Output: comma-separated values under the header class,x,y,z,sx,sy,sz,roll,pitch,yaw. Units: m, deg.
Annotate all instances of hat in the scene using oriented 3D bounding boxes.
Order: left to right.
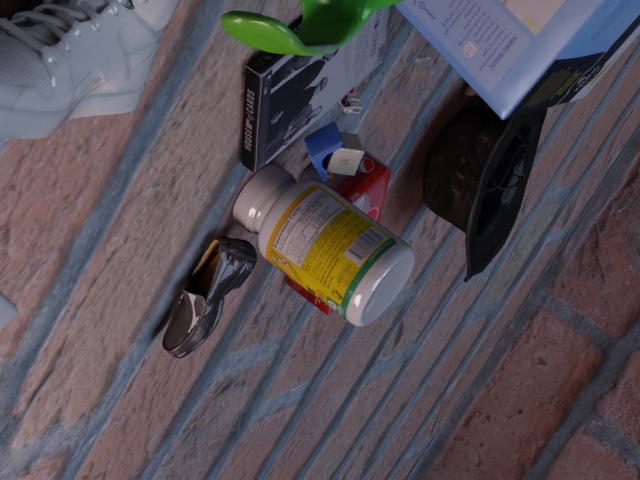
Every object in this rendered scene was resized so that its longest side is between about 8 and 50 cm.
class,x,y,z,sx,sy,sz,roll,pitch,yaw
hat,0.236,-0.105,2.266,0.331,0.134,0.331,-58,161,-33

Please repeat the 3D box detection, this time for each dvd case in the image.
class,x,y,z,sx,sy,sz,roll,pitch,yaw
dvd case,-0.001,-0.203,1.661,0.239,0.030,0.179,-44,160,-28

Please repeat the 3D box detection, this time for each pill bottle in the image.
class,x,y,z,sx,sy,sz,roll,pitch,yaw
pill bottle,0.000,0.000,1.748,0.117,0.208,0.117,-46,161,-21

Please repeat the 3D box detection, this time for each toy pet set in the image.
class,x,y,z,sx,sy,sz,roll,pitch,yaw
toy pet set,0.003,-0.122,1.782,0.065,0.114,0.122,7,128,-22

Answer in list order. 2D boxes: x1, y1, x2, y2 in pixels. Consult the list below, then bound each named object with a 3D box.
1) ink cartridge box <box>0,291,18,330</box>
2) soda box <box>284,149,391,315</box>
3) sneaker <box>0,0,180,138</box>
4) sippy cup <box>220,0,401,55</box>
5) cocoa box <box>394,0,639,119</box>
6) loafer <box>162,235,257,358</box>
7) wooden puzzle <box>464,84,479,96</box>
class,x,y,z,sx,sy,sz,roll,pitch,yaw
ink cartridge box,-0.331,0.002,0.991,0.100,0.172,0.237,-50,162,-9
soda box,0.021,-0.015,1.977,0.092,0.083,0.263,-43,159,-30
sneaker,-0.197,-0.177,1.122,0.169,0.108,0.292,-62,170,20
sippy cup,-0.011,-0.319,1.141,0.240,0.305,0.224,-29,158,22
cocoa box,0.286,-0.345,1.678,0.228,0.231,0.347,-20,154,-52
loafer,-0.148,0.065,1.770,0.061,0.062,0.170,23,101,-49
wooden puzzle,0.326,-0.308,2.249,0.221,0.044,0.239,-59,161,17
